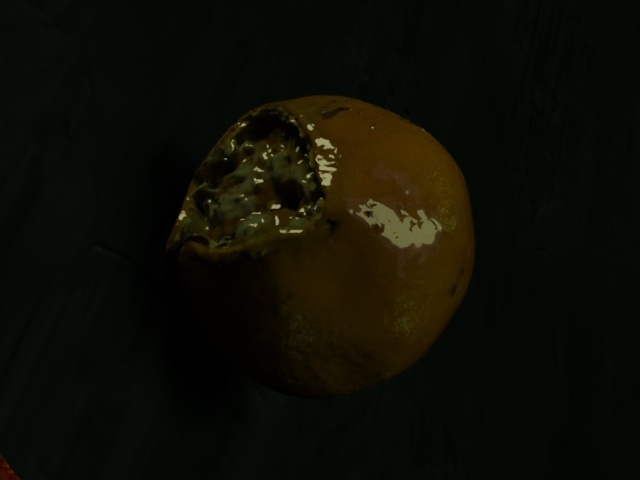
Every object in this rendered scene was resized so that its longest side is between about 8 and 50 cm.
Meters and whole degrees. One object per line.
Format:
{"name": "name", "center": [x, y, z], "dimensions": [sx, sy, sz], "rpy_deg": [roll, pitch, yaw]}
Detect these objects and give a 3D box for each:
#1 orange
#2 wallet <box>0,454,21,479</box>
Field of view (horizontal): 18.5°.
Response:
{"name": "orange", "center": [0.000, 0.000, 0.972], "dimensions": [0.134, 0.155, 0.154], "rpy_deg": [56, 29, -59]}
{"name": "wallet", "center": [-0.156, 0.137, 0.707], "dimensions": [0.103, 0.020, 0.196], "rpy_deg": [63, 27, -28]}
